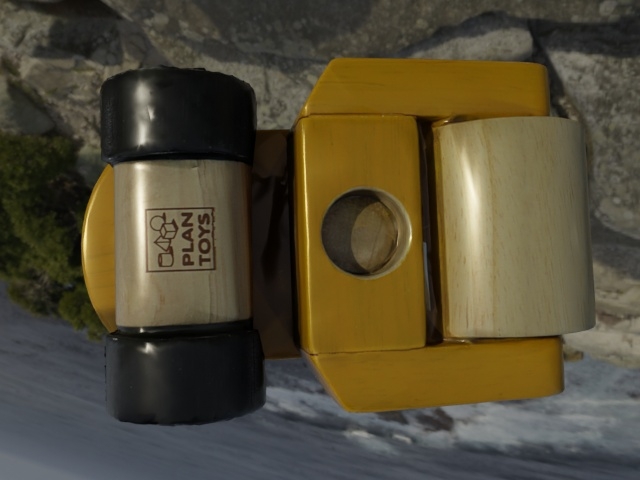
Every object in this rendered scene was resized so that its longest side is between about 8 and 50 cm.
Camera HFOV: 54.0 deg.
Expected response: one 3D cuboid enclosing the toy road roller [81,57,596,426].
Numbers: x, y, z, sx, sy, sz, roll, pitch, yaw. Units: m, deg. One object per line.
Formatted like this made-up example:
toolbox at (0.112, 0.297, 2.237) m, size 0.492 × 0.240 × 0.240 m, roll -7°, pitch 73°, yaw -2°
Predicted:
toy road roller at (0.000, 0.000, 0.459) m, size 0.330 × 0.202 × 0.240 m, roll -2°, pitch 178°, yaw -7°
